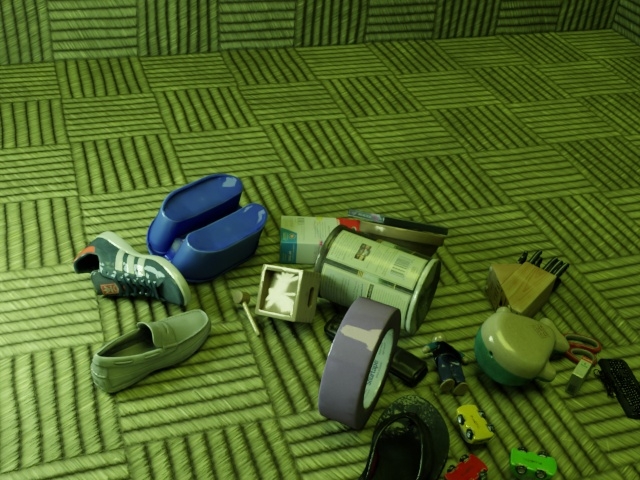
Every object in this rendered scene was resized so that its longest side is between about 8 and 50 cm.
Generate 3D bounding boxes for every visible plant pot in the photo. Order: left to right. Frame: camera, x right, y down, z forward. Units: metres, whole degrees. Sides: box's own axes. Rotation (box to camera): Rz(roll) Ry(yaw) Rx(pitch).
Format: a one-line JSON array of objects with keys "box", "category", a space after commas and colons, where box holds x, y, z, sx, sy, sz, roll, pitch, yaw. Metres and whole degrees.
[{"box": [0.215, 0.017, 2.222, 0.237, 0.110, 0.237, 12, 3, -1], "category": "plant pot"}]

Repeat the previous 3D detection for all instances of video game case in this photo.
[{"box": [0.214, -0.054, 2.282, 0.196, 0.026, 0.274, 10, 4, -19], "category": "video game case"}]

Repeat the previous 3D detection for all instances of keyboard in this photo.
[{"box": [0.729, 0.347, 1.931, 0.100, 0.038, 0.192, -1, 35, -8], "category": "keyboard"}]

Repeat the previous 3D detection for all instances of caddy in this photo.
[{"box": [-0.309, -0.028, 2.201, 0.341, 0.179, 0.241, -29, 70, -39], "category": "caddy"}]

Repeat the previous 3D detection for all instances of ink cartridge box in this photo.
[{"box": [0.000, 0.000, 2.280, 0.230, 0.078, 0.134, 3, 36, -4], "category": "ink cartridge box"}, {"box": [0.629, 0.315, 1.938, 0.029, 0.063, 0.115, 27, 40, 24], "category": "ink cartridge box"}]

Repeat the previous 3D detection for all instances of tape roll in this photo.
[{"box": [0.089, 0.265, 1.753, 0.090, 0.275, 0.275, 17, 37, 16], "category": "tape roll"}]

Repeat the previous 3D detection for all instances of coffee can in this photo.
[{"box": [0.144, 0.098, 2.059, 0.275, 0.202, 0.201, 21, 38, 19], "category": "coffee can"}]

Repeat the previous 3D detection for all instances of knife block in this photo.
[{"box": [0.580, 0.134, 2.162, 0.241, 0.088, 0.276, -1, 35, -7], "category": "knife block"}]

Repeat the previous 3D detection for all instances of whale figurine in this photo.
[{"box": [0.483, 0.262, 1.949, 0.272, 0.141, 0.216, -7, 52, -43], "category": "whale figurine"}]

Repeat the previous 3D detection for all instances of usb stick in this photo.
[{"box": [0.133, 0.263, 1.961, 0.278, 0.045, 0.077, 28, 48, 28], "category": "usb stick"}]

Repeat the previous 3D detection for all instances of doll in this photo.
[{"box": [0.301, 0.286, 1.943, 0.129, 0.046, 0.189, 18, 31, -15], "category": "doll"}]

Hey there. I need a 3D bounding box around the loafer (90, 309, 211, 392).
[{"box": [-0.385, 0.237, 1.869, 0.112, 0.112, 0.319, 31, 43, 31], "category": "loafer"}]

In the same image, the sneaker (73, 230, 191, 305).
[{"box": [-0.487, 0.102, 2.047, 0.350, 0.131, 0.148, 22, 45, 31], "category": "sneaker"}]

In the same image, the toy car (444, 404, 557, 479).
[{"box": [0.382, 0.467, 1.704, 0.224, 0.053, 0.239, 13, 37, 10], "category": "toy car"}]

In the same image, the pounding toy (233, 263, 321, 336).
[{"box": [-0.114, 0.155, 2.025, 0.206, 0.181, 0.094, 7, -3, 35], "category": "pounding toy"}]

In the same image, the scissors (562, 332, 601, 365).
[{"box": [0.564, 0.258, 2.052, 0.296, 0.021, 0.109, 12, 38, 10], "category": "scissors"}]

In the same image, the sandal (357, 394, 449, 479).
[{"box": [0.158, 0.460, 1.634, 0.167, 0.107, 0.446, 17, 37, 15], "category": "sandal"}]
